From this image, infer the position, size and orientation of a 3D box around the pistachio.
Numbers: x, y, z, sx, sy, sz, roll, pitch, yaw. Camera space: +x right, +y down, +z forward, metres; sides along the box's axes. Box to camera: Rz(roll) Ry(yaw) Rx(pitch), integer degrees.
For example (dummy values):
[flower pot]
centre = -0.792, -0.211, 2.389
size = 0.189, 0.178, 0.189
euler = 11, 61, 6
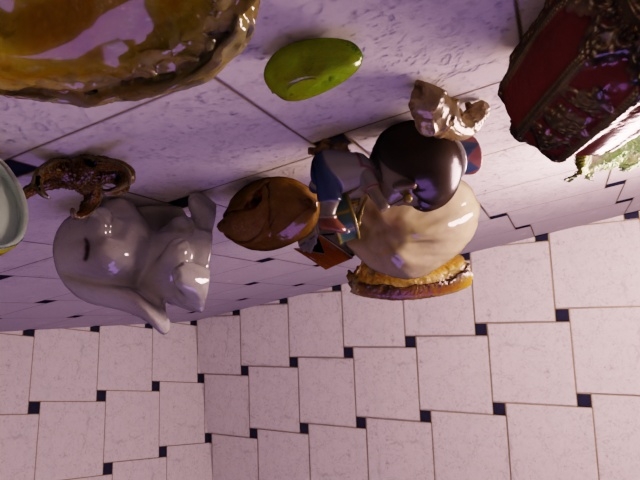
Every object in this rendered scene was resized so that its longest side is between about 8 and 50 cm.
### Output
[pistachio]
centre = 0.199, -0.038, 1.133
size = 0.332, 0.207, 0.226
euler = -22, -175, -32

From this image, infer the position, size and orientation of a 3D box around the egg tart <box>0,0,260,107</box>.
[egg tart]
centre = -0.165, -0.178, 0.350
size = 0.288, 0.118, 0.288
euler = -11, 167, -3

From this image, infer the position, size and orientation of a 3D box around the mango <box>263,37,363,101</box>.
[mango]
centre = -0.007, -0.185, 0.600
size = 0.108, 0.056, 0.073
euler = -14, 174, 6

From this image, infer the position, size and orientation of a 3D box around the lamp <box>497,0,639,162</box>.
[lamp]
centre = 0.300, -0.187, 0.595
size = 0.177, 0.177, 0.274
euler = -10, 171, -2

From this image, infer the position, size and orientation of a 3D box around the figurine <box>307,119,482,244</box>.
[figurine]
centre = 0.117, -0.098, 0.865
size = 0.276, 0.161, 0.158
euler = -16, 130, 4

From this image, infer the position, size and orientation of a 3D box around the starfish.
[starfish]
centre = -0.339, -0.080, 0.782
size = 0.190, 0.074, 0.146
euler = -18, 167, 35

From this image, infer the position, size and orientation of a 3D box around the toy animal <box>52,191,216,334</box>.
[toy animal]
centre = -0.329, 0.031, 0.989
size = 0.265, 0.271, 0.206
euler = 6, 139, -14

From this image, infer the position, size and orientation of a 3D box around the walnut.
[walnut]
centre = -0.093, -0.045, 1.010
size = 0.137, 0.137, 0.245
euler = 0, 172, -40

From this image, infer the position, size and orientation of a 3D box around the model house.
[model house]
centre = 0.000, 0.000, 1.301
size = 0.208, 0.135, 0.219
euler = -6, 168, -26

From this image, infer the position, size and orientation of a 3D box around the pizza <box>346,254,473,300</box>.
[pizza]
centre = 0.158, 0.041, 1.230
size = 0.251, 0.287, 0.074
euler = -19, 133, -23

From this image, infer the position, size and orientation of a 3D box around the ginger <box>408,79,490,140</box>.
[ginger]
centre = 0.179, -0.174, 0.781
size = 0.051, 0.069, 0.173
euler = 4, -178, 41

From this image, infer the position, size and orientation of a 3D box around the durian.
[durian]
centre = 0.527, -0.170, 1.010
size = 0.215, 0.100, 0.086
euler = -17, 165, 2

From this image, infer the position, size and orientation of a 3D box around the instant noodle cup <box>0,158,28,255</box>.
[instant noodle cup]
centre = -0.508, -0.018, 0.684
size = 0.236, 0.215, 0.215
euler = -21, 166, 12
